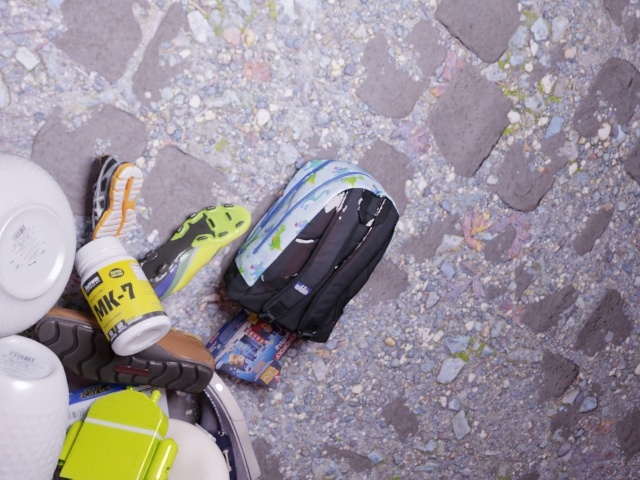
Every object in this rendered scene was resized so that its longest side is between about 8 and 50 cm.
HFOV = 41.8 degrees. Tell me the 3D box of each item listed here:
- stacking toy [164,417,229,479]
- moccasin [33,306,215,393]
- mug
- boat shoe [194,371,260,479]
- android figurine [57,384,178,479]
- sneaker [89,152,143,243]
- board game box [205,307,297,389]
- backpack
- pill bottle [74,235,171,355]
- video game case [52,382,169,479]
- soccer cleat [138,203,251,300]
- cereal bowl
[{"bbox_3d":[-0.313,0.633,1.815,0.350,0.350,0.480,-33,142,-13],"label":"stacking toy"},{"bbox_3d":[-0.395,0.204,1.713,0.379,0.147,0.139,13,119,-29],"label":"moccasin"},{"bbox_3d":[-0.657,0.333,1.555,0.374,0.276,0.328,25,104,1],"label":"mug"},{"bbox_3d":[-0.250,0.459,1.897,0.158,0.127,0.341,-30,123,-23],"label":"boat shoe"},{"bbox_3d":[-0.403,0.412,1.665,0.056,0.248,0.273,72,29,-50],"label":"android figurine"},{"bbox_3d":[-0.406,-0.073,1.621,0.084,0.083,0.215,-14,139,-51],"label":"sneaker"},{"bbox_3d":[-0.141,0.246,1.908,0.194,0.060,0.194,-49,126,-2],"label":"board game box"},{"bbox_3d":[0.000,0.000,1.786,0.290,0.273,0.355,27,118,-32],"label":"backpack"},{"bbox_3d":[-0.384,0.104,1.605,0.119,0.209,0.119,-30,162,-11],"label":"pill bottle"},{"bbox_3d":[-0.460,0.424,1.810,0.269,0.061,0.245,-13,115,-23],"label":"video game case"},{"bbox_3d":[-0.268,0.026,1.745,0.289,0.093,0.121,-36,154,-15],"label":"soccer cleat"},{"bbox_3d":[-0.544,0.014,1.442,0.339,0.141,0.339,-25,119,-58],"label":"cereal bowl"}]
